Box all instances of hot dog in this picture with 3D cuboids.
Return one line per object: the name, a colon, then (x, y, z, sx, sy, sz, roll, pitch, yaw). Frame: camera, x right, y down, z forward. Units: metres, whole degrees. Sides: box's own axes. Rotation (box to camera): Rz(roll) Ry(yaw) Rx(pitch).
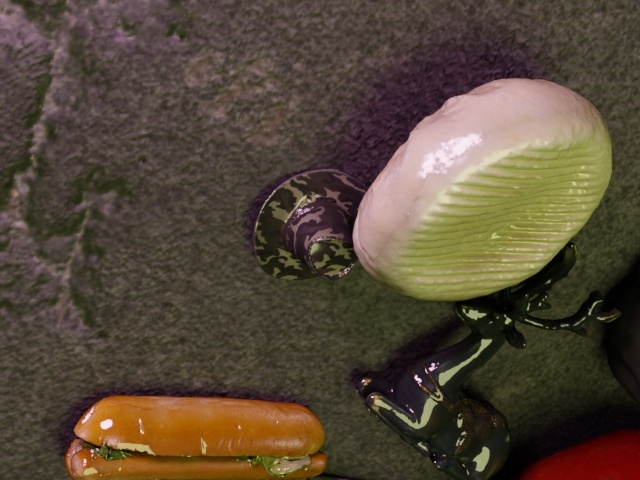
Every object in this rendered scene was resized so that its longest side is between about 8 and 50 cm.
hot dog: (-0.103, 0.187, 1.400, 0.249, 0.068, 0.100, 5, 122, -32)

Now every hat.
hat: (0.000, 0.000, 1.316, 0.121, 0.050, 0.121, -16, 131, -18)

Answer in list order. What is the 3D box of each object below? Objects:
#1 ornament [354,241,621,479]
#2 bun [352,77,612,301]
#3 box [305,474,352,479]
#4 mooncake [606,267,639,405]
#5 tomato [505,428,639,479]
ornament: (0.175, 0.113, 1.483, 0.236, 0.080, 0.202, -44, 130, 9)
bun: (0.121, -0.051, 1.293, 0.222, 0.127, 0.222, -17, 143, -13)
box: (-0.006, 0.340, 1.565, 0.129, 0.086, 0.225, 15, 117, -37)
mooncake: (0.355, 0.085, 1.542, 0.175, 0.104, 0.168, -43, 130, 6)
tomato: (0.300, 0.345, 1.610, 0.325, 0.293, 0.290, -21, 119, -6)
